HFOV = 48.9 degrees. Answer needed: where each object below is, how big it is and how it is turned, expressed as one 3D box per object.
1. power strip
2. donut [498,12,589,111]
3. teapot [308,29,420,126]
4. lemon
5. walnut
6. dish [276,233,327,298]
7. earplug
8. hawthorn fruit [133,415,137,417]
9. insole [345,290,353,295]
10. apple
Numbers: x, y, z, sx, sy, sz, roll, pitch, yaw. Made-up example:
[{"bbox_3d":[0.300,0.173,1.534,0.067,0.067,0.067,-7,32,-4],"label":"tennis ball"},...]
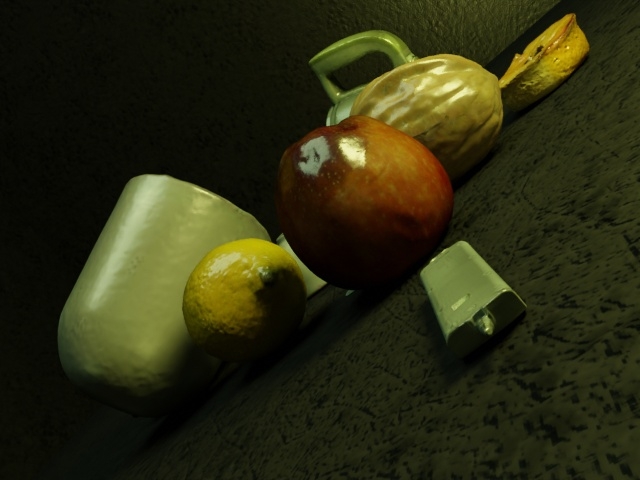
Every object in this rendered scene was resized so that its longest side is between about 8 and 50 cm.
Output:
[{"bbox_3d":[0.119,0.044,0.577,0.060,0.027,0.253,-40,5,9],"label":"power strip"},{"bbox_3d":[0.385,-0.298,1.218,0.190,0.074,0.174,-50,10,-34],"label":"donut"},{"bbox_3d":[0.154,-0.272,1.467,0.239,0.322,0.239,-26,-10,40],"label":"teapot"},{"bbox_3d":[-0.115,0.092,1.075,0.244,0.187,0.187,-36,7,49],"label":"lemon"},{"bbox_3d":[0.168,-0.185,1.127,0.261,0.225,0.225,-35,7,18],"label":"walnut"},{"bbox_3d":[0.000,0.000,1.352,0.256,0.117,0.256,-41,5,4],"label":"dish"},{"bbox_3d":[-0.304,0.120,1.306,0.394,0.312,0.312,-66,14,-21],"label":"earplug"},{"bbox_3d":[-0.352,0.285,1.486,0.194,0.157,0.157,-63,7,-5],"label":"hawthorn fruit"},{"bbox_3d":[0.093,0.031,1.020,0.152,0.002,0.053,-40,5,16],"label":"insole"},{"bbox_3d":[0.049,-0.054,0.901,0.230,0.230,0.230,-41,5,4],"label":"apple"}]
